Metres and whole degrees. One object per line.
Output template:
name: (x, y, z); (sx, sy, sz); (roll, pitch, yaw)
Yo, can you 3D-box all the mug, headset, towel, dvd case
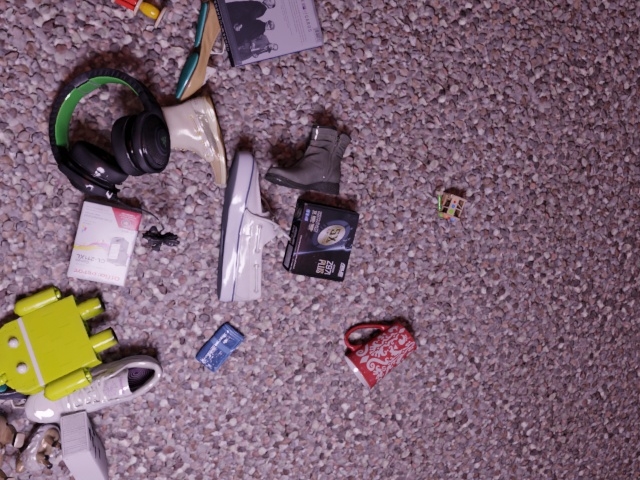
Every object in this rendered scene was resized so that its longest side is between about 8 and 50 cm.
mug: (0.155, 0.287, 1.615); (0.169, 0.113, 0.150); (-35, 111, -11)
headset: (-0.413, -0.167, 1.294); (0.244, 0.185, 0.393); (-27, 79, 11)
towel: (-0.252, 0.269, 1.527); (0.067, 0.029, 0.119); (43, 88, -20)
dvd case: (-0.115, -0.504, 1.375); (0.239, 0.030, 0.179); (-23, 108, -27)

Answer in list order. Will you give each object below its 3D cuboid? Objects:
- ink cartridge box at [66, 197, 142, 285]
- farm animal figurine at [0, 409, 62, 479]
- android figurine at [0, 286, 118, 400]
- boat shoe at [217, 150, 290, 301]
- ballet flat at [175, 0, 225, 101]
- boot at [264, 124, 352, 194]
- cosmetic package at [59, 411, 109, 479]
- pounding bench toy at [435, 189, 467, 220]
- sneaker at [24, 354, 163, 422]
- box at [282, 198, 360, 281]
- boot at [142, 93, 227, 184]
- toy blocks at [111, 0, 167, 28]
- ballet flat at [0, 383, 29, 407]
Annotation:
ink cartridge box: (-0.485, 0.005, 1.376); (0.128, 0.072, 0.174); (13, 97, -20)
farm animal figurine: (-0.769, 0.517, 1.315); (0.330, 0.172, 0.326); (41, 61, -43)
android figurine: (-0.597, 0.230, 1.344); (0.273, 0.056, 0.248); (-23, 71, -13)
boat shoe: (-0.150, -0.025, 1.440); (0.157, 0.136, 0.366); (3, 103, -17)
ballet flat: (-0.255, -0.412, 1.357); (0.073, 0.080, 0.232); (15, 97, -31)
boot: (-0.028, -0.199, 1.438); (0.247, 0.084, 0.161); (2, 102, -51)
cosmetic package: (-0.532, 0.489, 1.388); (0.061, 0.098, 0.239); (-10, 142, -14)
pounding bench toy: (0.332, -0.093, 1.616); (0.083, 0.052, 0.065); (19, 96, -20)
sneaker: (-0.503, 0.324, 1.374); (0.305, 0.152, 0.114); (-16, 88, -27)
box: (0.000, 0.000, 1.521); (0.148, 0.077, 0.180); (11, 98, -20)
boot: (-0.302, -0.214, 1.383); (0.165, 0.077, 0.213); (-12, 121, -5)
toy blocks: (-0.388, -0.545, 1.298); (0.148, 0.054, 0.123); (28, 93, -20)
ballet flat: (-0.708, 0.348, 1.385); (0.203, 0.074, 0.074); (8, 99, -21)
